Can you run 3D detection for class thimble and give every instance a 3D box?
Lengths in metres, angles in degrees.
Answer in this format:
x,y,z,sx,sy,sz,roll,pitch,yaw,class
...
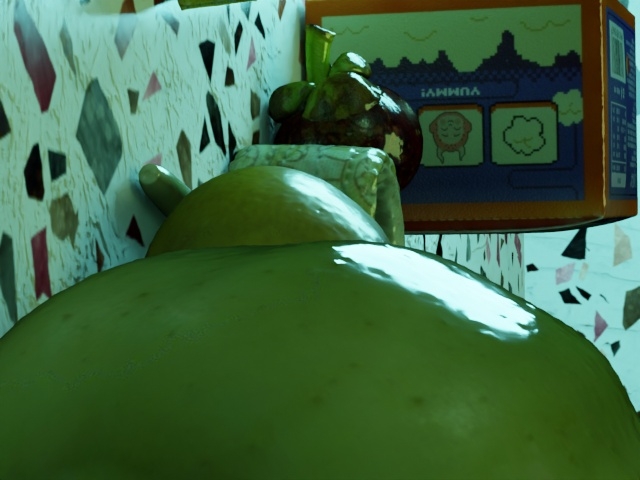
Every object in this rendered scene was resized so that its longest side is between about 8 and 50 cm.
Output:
x,y,z,sx,sy,sz,roll,pitch,yaw,class
0.000,0.000,1.725,0.137,0.143,0.190,-77,159,-46,thimble

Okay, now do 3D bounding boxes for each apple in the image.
x,y,z,sx,sy,sz,roll,pitch,yaw,class
-0.004,0.211,1.083,0.473,0.473,0.474,-2,90,-75,apple

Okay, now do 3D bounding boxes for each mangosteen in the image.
x,y,z,sx,sy,sz,roll,pitch,yaw,class
0.010,-0.108,1.827,0.181,0.156,0.146,53,54,-15,mangosteen

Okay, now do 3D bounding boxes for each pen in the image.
x,y,z,sx,sy,sz,roll,pitch,yaw,class
-0.101,-0.020,1.562,0.233,0.032,0.040,53,41,-66,pen

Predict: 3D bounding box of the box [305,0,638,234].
x,y,z,sx,sy,sz,roll,pitch,yaw,class
0.177,-0.132,2.074,0.348,0.318,0.257,-5,92,-76,box

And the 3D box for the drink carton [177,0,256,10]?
x,y,z,sx,sy,sz,roll,pitch,yaw,class
-0.093,-0.291,1.531,0.074,0.084,0.200,-85,167,-70,drink carton

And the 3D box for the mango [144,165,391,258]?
x,y,z,sx,sy,sz,roll,pitch,yaw,class
-0.026,0.114,1.499,0.445,0.220,0.301,77,3,-70,mango
